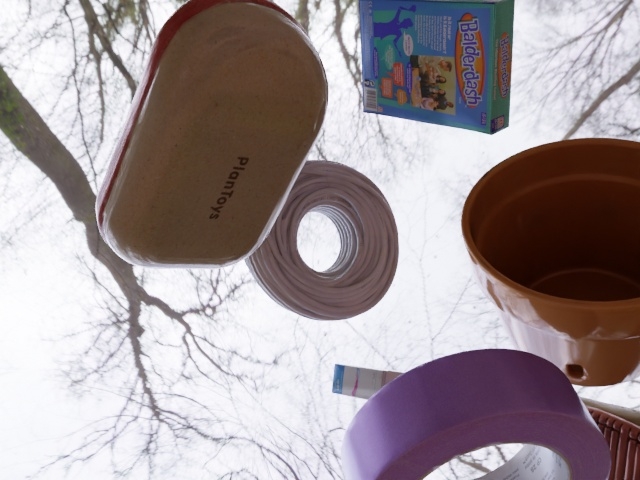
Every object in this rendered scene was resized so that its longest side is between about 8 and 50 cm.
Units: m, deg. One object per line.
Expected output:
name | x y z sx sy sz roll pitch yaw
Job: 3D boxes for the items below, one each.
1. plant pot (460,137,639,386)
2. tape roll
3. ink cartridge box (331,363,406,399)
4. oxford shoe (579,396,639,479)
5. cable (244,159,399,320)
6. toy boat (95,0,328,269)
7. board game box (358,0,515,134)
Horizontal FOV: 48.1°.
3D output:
plant pot | 0.327 0.038 0.875 0.291 0.203 0.290 -9 -138 8
tape roll | 0.164 0.246 0.778 0.275 0.274 0.090 -8 -144 -7
ink cartridge box | 0.091 0.231 1.149 0.089 0.122 0.052 14 -102 -36
oxford shoe | 0.452 0.284 0.887 0.397 0.140 0.147 21 -148 38
cable | 0.000 0.000 1.127 0.257 0.089 0.257 -8 -96 -28
toy boat | -0.099 -0.095 0.581 0.151 0.231 0.151 3 -142 -41
board game box | 0.145 -0.233 0.929 0.210 0.160 0.047 20 -146 40
